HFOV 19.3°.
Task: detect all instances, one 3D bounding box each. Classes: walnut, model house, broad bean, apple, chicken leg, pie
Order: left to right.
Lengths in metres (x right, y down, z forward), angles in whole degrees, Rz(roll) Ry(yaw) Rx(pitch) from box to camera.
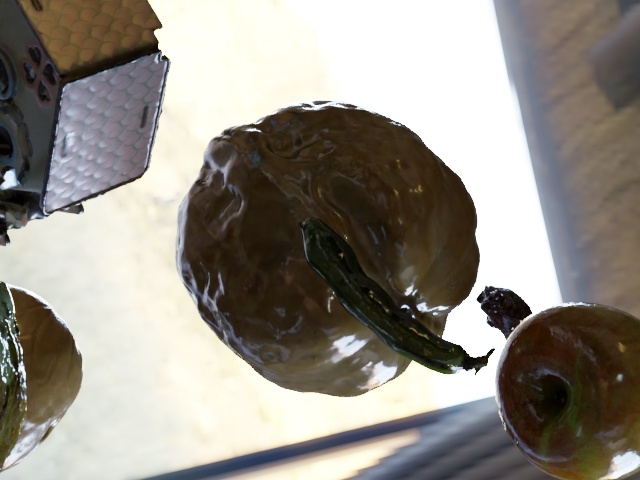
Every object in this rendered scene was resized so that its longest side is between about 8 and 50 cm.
[{"bbox_3d":[-0.326,0.160,1.670,0.274,0.105,0.257,5,89,-86],"label":"pie"},{"bbox_3d":[-0.362,0.154,2.012,0.195,0.222,0.195,29,-16,9],"label":"walnut"},{"bbox_3d":[-0.265,-0.151,1.760,0.244,0.169,0.326,7,-69,46],"label":"model house"},{"bbox_3d":[-0.003,-0.001,1.996,0.344,0.306,0.306,35,-42,54],"label":"walnut"},{"bbox_3d":[0.057,0.058,1.743,0.227,0.069,0.039,38,-41,14],"label":"broad bean"},{"bbox_3d":[0.237,0.107,2.233,0.089,0.048,0.219,43,-4,34],"label":"chicken leg"},{"bbox_3d":[0.288,0.160,1.991,0.196,0.196,0.196,168,-90,-79],"label":"apple"}]
